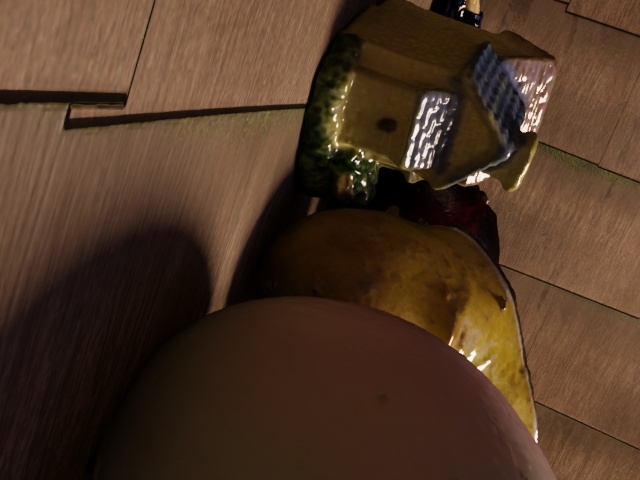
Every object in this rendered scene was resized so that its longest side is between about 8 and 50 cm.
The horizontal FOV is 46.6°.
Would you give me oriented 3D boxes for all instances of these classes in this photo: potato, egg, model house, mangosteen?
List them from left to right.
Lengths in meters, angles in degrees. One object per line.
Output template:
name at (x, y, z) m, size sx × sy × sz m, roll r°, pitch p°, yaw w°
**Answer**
egg at (0.038, 0.224, 0.608) m, size 0.354 × 0.339 × 0.355 m, roll 4°, pitch 85°, yaw -47°
potato at (0.064, 0.152, 0.944) m, size 0.296 × 0.290 × 0.397 m, roll 1°, pitch 84°, yaw -38°
mangosteen at (0.129, 0.024, 1.245) m, size 0.347 × 0.307 × 0.307 m, roll -37°, pitch 167°, yaw -5°
model house at (0.145, -0.150, 0.972) m, size 0.321 × 0.266 × 0.261 m, roll -55°, pitch 160°, yaw -55°

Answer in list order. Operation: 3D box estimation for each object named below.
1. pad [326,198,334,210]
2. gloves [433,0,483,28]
pad at (0.000, 0.000, 1.301) m, size 0.113 × 0.006 × 0.188 m, roll -34°, pitch 144°, yaw -73°
gloves at (0.279, -0.454, 1.533) m, size 0.164 × 0.124 × 0.203 m, roll -144°, pitch -132°, yaw -70°
